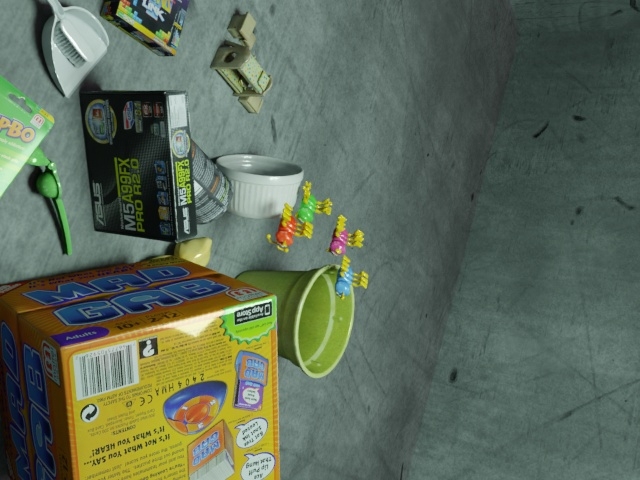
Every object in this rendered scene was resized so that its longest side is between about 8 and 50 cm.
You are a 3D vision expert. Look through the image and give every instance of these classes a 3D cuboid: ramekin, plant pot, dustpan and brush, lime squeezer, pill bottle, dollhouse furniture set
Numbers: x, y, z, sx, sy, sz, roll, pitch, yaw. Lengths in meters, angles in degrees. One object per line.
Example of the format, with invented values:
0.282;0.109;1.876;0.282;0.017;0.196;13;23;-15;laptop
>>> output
-0.147;-0.126;1.630;0.207;0.207;0.109;-22;125;-56;ramekin
-0.090;0.179;1.733;0.276;0.253;0.276;-22;116;-56;plant pot
-0.444;-0.370;1.204;0.147;0.060;0.211;-64;145;-29;dustpan and brush
-0.492;-0.096;1.190;0.310;0.058;0.110;56;49;-49;lime squeezer
-0.294;-0.146;1.440;0.246;0.130;0.131;51;54;-51;pill bottle
-0.147;-0.420;1.654;0.182;0.101;0.161;46;58;-53;dollhouse furniture set

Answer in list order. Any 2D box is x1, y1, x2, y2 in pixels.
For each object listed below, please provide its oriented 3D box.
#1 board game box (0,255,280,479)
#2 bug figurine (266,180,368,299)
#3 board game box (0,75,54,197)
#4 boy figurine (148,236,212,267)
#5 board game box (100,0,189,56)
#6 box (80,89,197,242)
-0.315;0.255;1.180;0.356;0.356;0.357;-11;106;-39;board game box
0.000;0.000;1.608;0.279;0.072;0.216;42;39;-23;bug figurine
-0.535;-0.124;1.075;0.124;0.039;0.260;43;69;-37;board game box
-0.323;0.101;1.481;0.177;0.092;0.285;38;57;-26;boy figurine
-0.340;-0.466;1.373;0.170;0.048;0.141;25;76;-58;board game box
-0.336;-0.141;1.286;0.060;0.216;0.270;-25;118;-57;box
